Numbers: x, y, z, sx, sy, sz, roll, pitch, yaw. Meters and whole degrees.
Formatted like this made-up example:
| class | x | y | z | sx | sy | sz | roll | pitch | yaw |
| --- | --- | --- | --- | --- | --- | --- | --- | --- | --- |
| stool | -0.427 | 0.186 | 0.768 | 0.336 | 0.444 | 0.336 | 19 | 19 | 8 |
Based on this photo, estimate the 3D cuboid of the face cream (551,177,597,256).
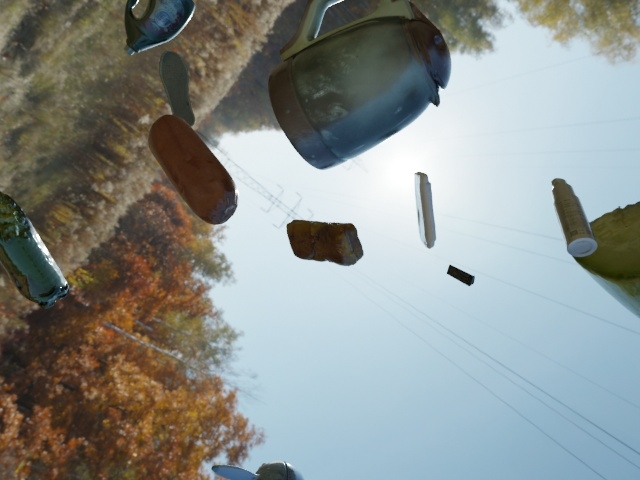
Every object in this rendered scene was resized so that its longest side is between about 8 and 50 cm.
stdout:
| class | x | y | z | sx | sy | sz | roll | pitch | yaw |
| --- | --- | --- | --- | --- | --- | --- | --- | --- | --- |
| face cream | 0.326 | -0.036 | 0.575 | 0.034 | 0.034 | 0.130 | -36 | -152 | 38 |

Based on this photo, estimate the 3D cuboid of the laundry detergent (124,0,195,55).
| class | x | y | z | sx | sy | sz | roll | pitch | yaw |
| --- | --- | --- | --- | --- | --- | --- | --- | --- | --- |
| laundry detergent | -0.430 | -0.564 | 1.115 | 0.211 | 0.137 | 0.063 | -48 | -144 | -2 |

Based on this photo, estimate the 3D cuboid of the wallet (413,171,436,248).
| class | x | y | z | sx | sy | sz | roll | pitch | yaw |
| --- | --- | --- | --- | --- | --- | --- | --- | --- | --- |
| wallet | 0.256 | -0.076 | 1.076 | 0.032 | 0.182 | 0.124 | -9 | -167 | 3 |

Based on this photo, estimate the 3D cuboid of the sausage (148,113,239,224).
| class | x | y | z | sx | sy | sz | roll | pitch | yaw |
| --- | --- | --- | --- | --- | --- | --- | --- | --- | --- |
| sausage | -0.258 | -0.140 | 0.910 | 0.114 | 0.259 | 0.113 | -34 | 159 | -15 |

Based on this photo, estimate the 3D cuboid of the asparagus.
| class | x | y | z | sx | sy | sz | roll | pitch | yaw |
| --- | --- | --- | --- | --- | --- | --- | --- | --- | --- |
| asparagus | -0.744 | 0.011 | 1.076 | 0.108 | 0.381 | 0.128 | -30 | -129 | -29 |

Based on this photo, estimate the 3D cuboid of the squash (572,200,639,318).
| class | x | y | z | sx | sy | sz | roll | pitch | yaw |
| --- | --- | --- | --- | --- | --- | --- | --- | --- | --- |
| squash | 0.512 | 0.047 | 0.624 | 0.237 | 0.155 | 0.203 | -37 | -156 | 46 |

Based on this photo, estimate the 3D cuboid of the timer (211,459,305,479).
| class | x | y | z | sx | sy | sz | roll | pitch | yaw |
| --- | --- | --- | --- | --- | --- | --- | --- | --- | --- |
| timer | -0.161 | 0.657 | 1.176 | 0.175 | 0.256 | 0.175 | 20 | 90 | -81 |

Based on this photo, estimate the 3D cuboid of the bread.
| class | x | y | z | sx | sy | sz | roll | pitch | yaw |
| --- | --- | --- | --- | --- | --- | --- | --- | --- | --- |
| bread | 0.002 | -0.001 | 1.265 | 0.077 | 0.139 | 0.271 | -34 | -154 | -32 |

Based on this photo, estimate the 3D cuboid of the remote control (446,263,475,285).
| class | x | y | z | sx | sy | sz | roll | pitch | yaw |
| --- | --- | --- | --- | --- | --- | --- | --- | --- | --- |
| remote control | 0.366 | 0.091 | 1.147 | 0.091 | 0.016 | 0.034 | 36 | -65 | 59 |

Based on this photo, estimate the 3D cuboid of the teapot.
| class | x | y | z | sx | sy | sz | roll | pitch | yaw |
| --- | --- | --- | --- | --- | --- | --- | --- | --- | --- |
| teapot | 0.076 | -0.336 | 0.842 | 0.313 | 0.314 | 0.233 | -21 | -173 | 26 |

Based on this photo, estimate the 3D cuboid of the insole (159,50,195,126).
| class | x | y | z | sx | sy | sz | roll | pitch | yaw |
| --- | --- | --- | --- | --- | --- | --- | --- | --- | --- |
| insole | -0.376 | -0.400 | 1.153 | 0.003 | 0.080 | 0.231 | -29 | -110 | 50 |
